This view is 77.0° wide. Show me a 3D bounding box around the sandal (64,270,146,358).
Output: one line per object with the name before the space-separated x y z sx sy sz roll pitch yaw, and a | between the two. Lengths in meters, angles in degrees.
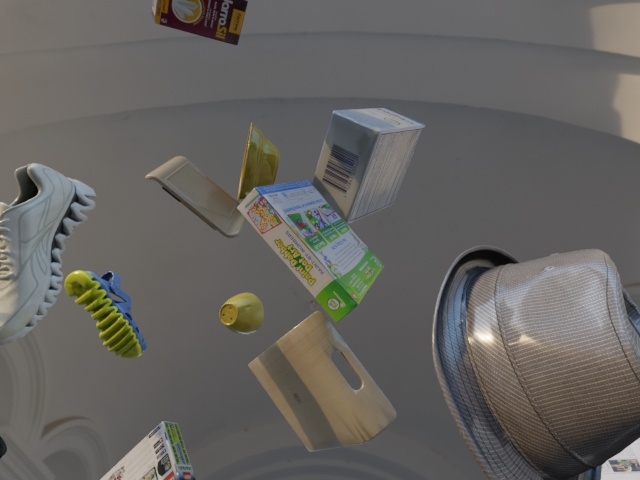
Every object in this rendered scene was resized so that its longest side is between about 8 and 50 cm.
sandal | -0.625 0.213 1.235 0.126 0.138 0.317 -24 -81 19

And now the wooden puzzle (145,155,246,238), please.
wooden puzzle | -0.292 -0.108 0.995 0.239 0.221 0.044 37 -73 -15

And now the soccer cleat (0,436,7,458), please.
soccer cleat | -0.688 0.370 0.762 0.179 0.072 0.060 44 -110 -14

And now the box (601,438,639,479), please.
box | 0.345 0.288 0.471 0.233 0.322 0.058 -12 -76 19

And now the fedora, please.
fedora | 0.230 0.097 0.361 0.124 0.276 0.243 -35 -103 38

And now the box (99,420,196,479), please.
box | -0.297 0.404 0.637 0.207 0.114 0.036 -43 -41 1

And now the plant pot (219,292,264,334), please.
plant pot | -0.259 0.229 1.256 0.134 0.134 0.095 -30 -19 19

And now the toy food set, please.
toy food set | -0.012 0.280 0.785 0.219 0.092 0.306 52 -38 9

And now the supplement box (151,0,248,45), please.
supplement box | -0.273 -0.527 0.907 0.188 0.080 0.104 1 -49 -31

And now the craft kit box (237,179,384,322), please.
craft kit box | 0.000 0.000 0.740 0.246 0.250 0.061 46 -69 6

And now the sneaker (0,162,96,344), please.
sneaker | -0.469 0.012 0.634 0.110 0.291 0.118 -4 -26 17

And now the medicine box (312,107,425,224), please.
medicine box | 0.132 -0.218 1.133 0.149 0.289 0.263 32 -57 24

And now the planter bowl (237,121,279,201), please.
planter bowl | -0.165 -0.205 1.103 0.091 0.217 0.217 9 -55 -13
